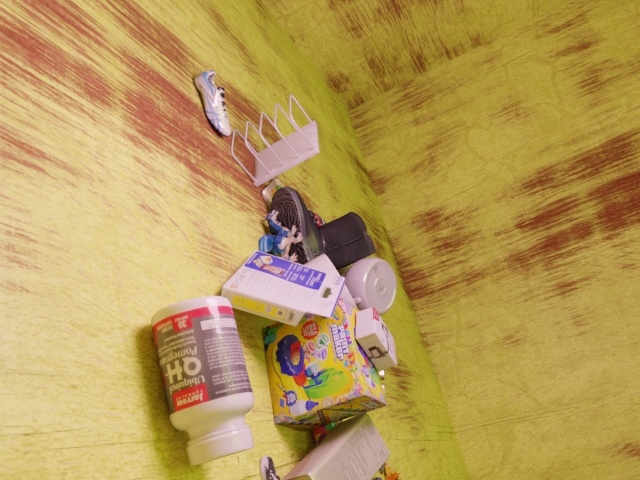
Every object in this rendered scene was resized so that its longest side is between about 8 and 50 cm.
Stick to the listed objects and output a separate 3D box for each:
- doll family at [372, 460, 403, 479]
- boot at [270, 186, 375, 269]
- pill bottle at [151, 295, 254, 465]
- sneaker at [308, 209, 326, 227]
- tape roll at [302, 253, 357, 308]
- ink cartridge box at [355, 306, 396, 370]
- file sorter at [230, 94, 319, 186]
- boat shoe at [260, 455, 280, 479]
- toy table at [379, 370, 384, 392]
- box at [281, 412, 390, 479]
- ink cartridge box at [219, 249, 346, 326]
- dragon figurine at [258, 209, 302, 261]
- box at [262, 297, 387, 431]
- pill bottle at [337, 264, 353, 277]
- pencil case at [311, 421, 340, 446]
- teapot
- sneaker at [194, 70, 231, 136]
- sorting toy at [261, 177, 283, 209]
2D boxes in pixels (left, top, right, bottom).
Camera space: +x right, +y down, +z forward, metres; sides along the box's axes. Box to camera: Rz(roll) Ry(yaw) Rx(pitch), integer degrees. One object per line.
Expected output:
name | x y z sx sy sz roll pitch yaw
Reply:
doll family | 0.203 0.763 1.921 0.163 0.119 0.262 63 4 -83
boot | 0.024 -0.055 2.198 0.445 0.146 0.366 -18 97 -49
pill bottle | -0.239 0.291 1.180 0.176 0.177 0.318 26 43 -64
sneaker | 0.000 0.000 2.375 0.275 0.098 0.135 67 20 5
tape roll | 0.000 0.188 1.890 0.246 0.169 0.246 60 -6 10
ink cartridge box | 0.160 0.283 1.616 0.150 0.063 0.109 57 20 -30
file sorter | -0.170 -0.369 2.053 0.173 0.278 0.192 48 25 -36
boat shoe | -0.115 0.600 1.384 0.049 0.040 0.142 41 31 -55
toy table | 0.147 0.465 2.004 0.252 0.161 0.274 63 26 -74
box | 0.048 0.617 1.530 0.311 0.121 0.147 -22 81 -54
ink cartridge box | -0.097 0.143 1.637 0.303 0.308 0.072 -58 166 -70
dragon figurine | -0.152 0.025 1.917 0.085 0.144 0.289 50 43 -47
box | 0.008 0.366 1.641 0.177 0.279 0.289 43 29 -53
pill bottle | 0.143 0.238 2.415 0.146 0.146 0.263 40 32 -56
pencil case | 0.042 0.652 1.682 0.104 0.105 0.236 33 37 -61
teapot | 0.169 0.188 2.256 0.256 0.187 0.252 31 65 -42
sneaker | -0.358 -0.473 1.940 0.237 0.086 0.085 68 16 -2
sorting toy | -0.150 -0.141 2.211 0.192 0.038 0.208 63 18 -13
